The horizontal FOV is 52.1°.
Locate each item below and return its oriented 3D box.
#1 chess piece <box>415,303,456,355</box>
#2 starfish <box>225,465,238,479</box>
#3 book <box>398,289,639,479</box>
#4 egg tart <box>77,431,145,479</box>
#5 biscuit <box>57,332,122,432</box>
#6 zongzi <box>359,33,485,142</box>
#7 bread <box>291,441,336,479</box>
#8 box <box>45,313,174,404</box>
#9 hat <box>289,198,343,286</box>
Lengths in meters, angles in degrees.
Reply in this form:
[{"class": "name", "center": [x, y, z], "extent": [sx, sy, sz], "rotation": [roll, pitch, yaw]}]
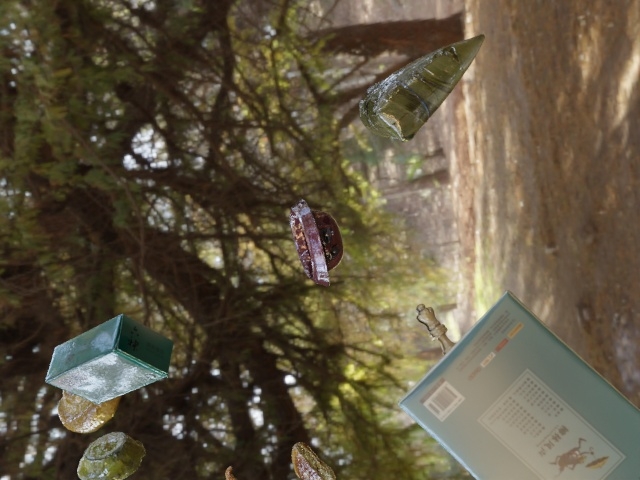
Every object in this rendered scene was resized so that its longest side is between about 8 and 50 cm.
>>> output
[{"class": "chess piece", "center": [0.288, 0.228, 1.592], "extent": [0.172, 0.060, 0.060], "rotation": [55, -179, 20]}, {"class": "starfish", "center": [-0.023, 0.590, 1.410], "extent": [0.293, 0.301, 0.084], "rotation": [23, -93, -35]}, {"class": "book", "center": [0.348, 0.300, 1.040], "extent": [0.379, 0.264, 0.031], "rotation": [44, -172, 5]}, {"class": "egg tart", "center": [-0.599, 0.611, 1.852], "extent": [0.197, 0.197, 0.078], "rotation": [-71, -32, -69]}, {"class": "biscuit", "center": [-0.621, 0.387, 1.787], "extent": [0.091, 0.213, 0.274], "rotation": [28, -113, -47]}, {"class": "zongzi", "center": [0.213, -0.340, 1.424], "extent": [0.125, 0.274, 0.251], "rotation": [44, -179, -16]}, {"class": "bread", "center": [-0.033, 0.632, 1.822], "extent": [0.154, 0.136, 0.054], "rotation": [48, -129, 7]}, {"class": "box", "center": [-0.464, 0.267, 1.447], "extent": [0.153, 0.245, 0.092], "rotation": [41, -144, -38]}, {"class": "hat", "center": [0.000, 0.000, 1.392], "extent": [0.205, 0.089, 0.205], "rotation": [164, 90, -79]}]
